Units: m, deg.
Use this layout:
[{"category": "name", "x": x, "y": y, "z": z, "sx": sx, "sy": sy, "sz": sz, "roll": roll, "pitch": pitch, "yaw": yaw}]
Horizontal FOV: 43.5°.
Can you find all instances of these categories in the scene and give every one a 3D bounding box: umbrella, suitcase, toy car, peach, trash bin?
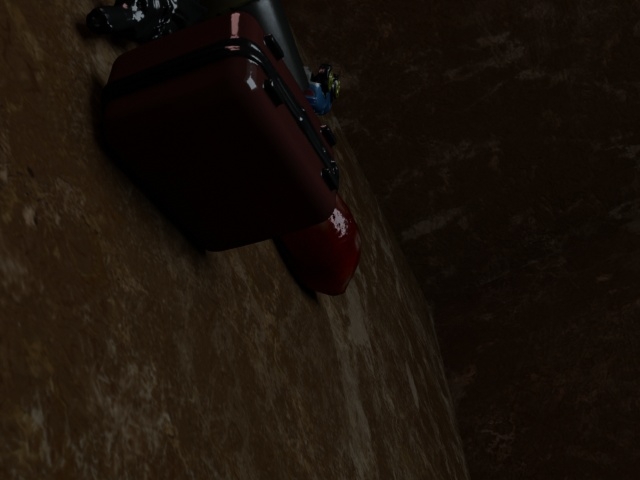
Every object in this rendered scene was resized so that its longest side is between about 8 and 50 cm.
[{"category": "umbrella", "x": -0.263, "y": -0.334, "z": 1.192, "sx": 0.118, "sy": 0.118, "sz": 0.340, "roll": 63, "pitch": 17, "yaw": -14}, {"category": "suitcase", "x": -0.123, "y": -0.130, "z": 1.049, "sx": 0.297, "sy": 0.236, "sz": 0.161, "roll": 53, "pitch": 27, "yaw": -49}, {"category": "toy car", "x": -0.061, "y": -0.362, "z": 2.035, "sx": 0.314, "sy": 0.198, "sz": 0.166, "roll": -33, "pitch": 131, "yaw": -83}, {"category": "peach", "x": -0.002, "y": 0.000, "z": 1.594, "sx": 0.267, "sy": 0.158, "sz": 0.154, "roll": 66, "pitch": 16, "yaw": -11}, {"category": "trash bin", "x": -0.159, "y": -0.423, "z": 1.569, "sx": 0.214, "sy": 0.214, "sz": 0.334, "roll": -88, "pitch": 156, "yaw": -67}]
